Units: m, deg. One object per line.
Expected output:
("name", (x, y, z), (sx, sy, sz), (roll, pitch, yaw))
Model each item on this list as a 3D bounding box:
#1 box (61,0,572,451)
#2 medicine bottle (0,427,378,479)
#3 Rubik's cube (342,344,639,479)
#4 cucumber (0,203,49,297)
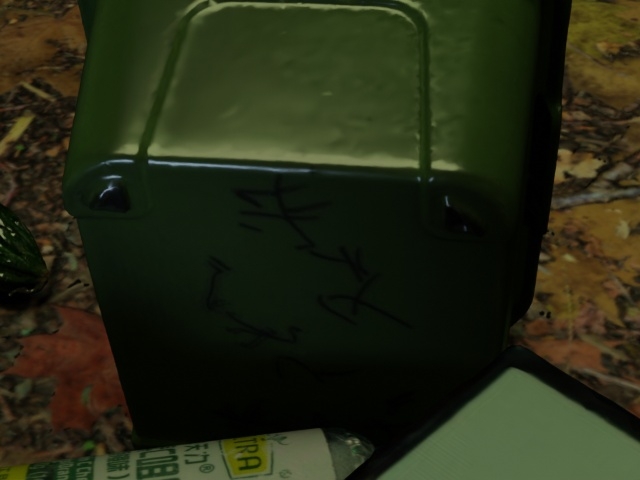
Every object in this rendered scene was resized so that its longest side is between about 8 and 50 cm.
("box", (0.000, 0.000, 0.751), (0.252, 0.329, 0.178), (1, 52, 6))
("medicine bottle", (-0.050, 0.168, 0.677), (0.293, 0.141, 0.141), (-6, 40, -6))
("Rubik's cube", (0.074, 0.261, 0.454), (0.293, 0.283, 0.288), (-34, 51, -28))
("cucumber", (-0.292, -0.032, 0.969), (0.265, 0.077, 0.077), (29, 49, 31))
